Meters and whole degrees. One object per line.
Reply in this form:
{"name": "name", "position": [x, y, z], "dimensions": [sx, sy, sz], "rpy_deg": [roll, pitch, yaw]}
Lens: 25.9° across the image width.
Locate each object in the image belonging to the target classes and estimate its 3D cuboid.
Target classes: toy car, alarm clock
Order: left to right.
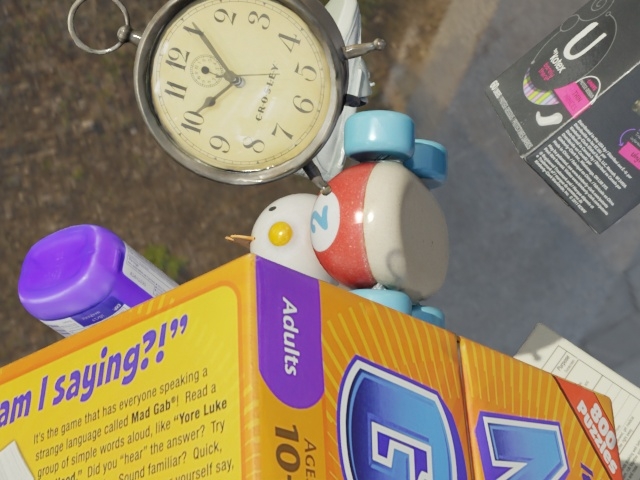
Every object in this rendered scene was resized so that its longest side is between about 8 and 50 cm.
{"name": "alarm clock", "position": [-0.066, -0.110, 0.870], "dimensions": [0.192, 0.064, 0.129], "rpy_deg": [20, 112, -3]}
{"name": "toy car", "position": [0.000, 0.000, 1.445], "dimensions": [0.238, 0.219, 0.210], "rpy_deg": [-3, 167, 22]}

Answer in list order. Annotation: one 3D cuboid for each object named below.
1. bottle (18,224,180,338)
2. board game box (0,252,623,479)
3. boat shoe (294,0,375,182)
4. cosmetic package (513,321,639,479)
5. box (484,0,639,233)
{"name": "bottle", "position": [-0.179, 0.089, 1.428], "dimensions": [0.118, 0.092, 0.283], "rpy_deg": [-16, 141, 30]}
{"name": "board game box", "position": [-0.038, 0.270, 0.862], "dimensions": [0.357, 0.356, 0.356], "rpy_deg": [-24, 147, 37]}
{"name": "boat shoe", "position": [0.015, -0.169, 1.563], "dimensions": [0.081, 0.227, 0.079], "rpy_deg": [25, 158, -27]}
{"name": "cosmetic package", "position": [0.277, 0.234, 1.306], "dimensions": [0.153, 0.296, 0.129], "rpy_deg": [-48, 166, -29]}
{"name": "box", "position": [0.332, -0.167, 1.457], "dimensions": [0.270, 0.165, 0.143], "rpy_deg": [-40, 120, 14]}
